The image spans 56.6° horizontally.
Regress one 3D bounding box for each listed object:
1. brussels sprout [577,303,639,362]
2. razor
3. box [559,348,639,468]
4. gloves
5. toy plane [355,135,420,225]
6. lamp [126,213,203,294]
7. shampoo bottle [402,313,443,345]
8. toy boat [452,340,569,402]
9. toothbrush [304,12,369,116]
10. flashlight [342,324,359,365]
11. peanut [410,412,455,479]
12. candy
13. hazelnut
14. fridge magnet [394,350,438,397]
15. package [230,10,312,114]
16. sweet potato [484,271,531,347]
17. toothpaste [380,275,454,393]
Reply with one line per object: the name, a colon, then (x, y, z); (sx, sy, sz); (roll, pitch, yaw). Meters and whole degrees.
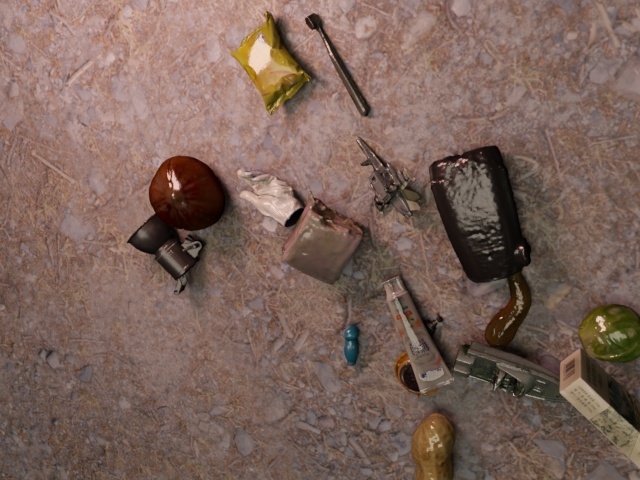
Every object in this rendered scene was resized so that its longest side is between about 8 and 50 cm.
brussels sprout: (0.697, 0.224, 1.420); (0.155, 0.117, 0.155); (3, 106, 12)
razor: (0.394, -0.062, 1.465); (0.189, 0.107, 0.327); (-17, 100, 28)
box: (0.703, 0.403, 1.446); (0.256, 0.164, 0.069); (44, 117, 5)
gloves: (-0.148, -0.129, 1.685); (0.229, 0.097, 0.119); (40, 102, 6)
toy plane: (0.157, -0.163, 1.549); (0.262, 0.088, 0.192); (49, 146, 7)
lamp: (-0.467, 0.031, 1.866); (0.227, 0.147, 0.172); (45, 95, -5)
shampoo bottle: (0.286, 0.255, 1.658); (0.048, 0.027, 0.137); (48, 118, 3)
toy boat: (0.508, 0.356, 1.542); (0.319, 0.092, 0.141); (16, 147, 16)
toothbrush: (0.045, -0.452, 1.536); (0.030, 0.030, 0.297); (-24, 98, 54)
flashlight: (0.092, 0.310, 1.749); (0.051, 0.051, 0.129); (4, 110, 22)
peanut: (0.323, 0.632, 1.709); (0.130, 0.130, 0.290); (3, 106, 23)
candy: (0.000, 0.000, 1.618); (0.185, 0.137, 0.195); (28, 116, -9)
hazelnut: (-0.386, -0.130, 1.725); (0.229, 0.229, 0.229); (7, 109, 21)
fridge magnet: (0.276, 0.376, 1.681); (0.143, 0.063, 0.143); (9, 111, 24)
package: (-0.133, -0.465, 1.573); (0.168, 0.090, 0.226); (-36, 88, 26)
sweet potato: (0.490, 0.181, 1.530); (0.081, 0.062, 0.233); (22, 111, 16)
toothpaste: (0.255, 0.254, 1.625); (0.100, 0.066, 0.323); (-25, 87, 12)
